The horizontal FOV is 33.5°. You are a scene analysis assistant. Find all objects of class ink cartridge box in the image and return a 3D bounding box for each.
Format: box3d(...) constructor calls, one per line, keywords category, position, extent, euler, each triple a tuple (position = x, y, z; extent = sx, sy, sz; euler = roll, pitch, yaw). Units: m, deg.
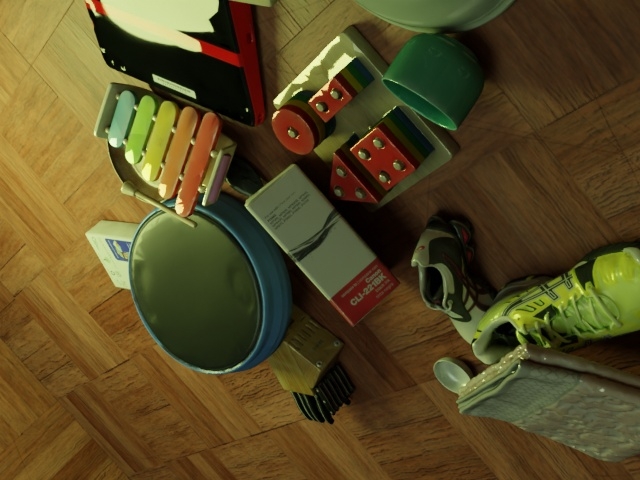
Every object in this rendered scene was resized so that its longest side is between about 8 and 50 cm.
box3d(category="ink cartridge box", position=(0.000, 0.000, 1.844), extent=(0.273, 0.114, 0.197), euler=(48, -179, -6))
box3d(category="ink cartridge box", position=(-0.382, 0.044, 2.405), extent=(0.332, 0.065, 0.165), euler=(8, 132, 43))

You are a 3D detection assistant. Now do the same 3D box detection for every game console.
box3d(category="game console", position=(-0.268, -0.389, 1.851), extent=(0.386, 0.060, 0.342), euler=(25, 147, 27))

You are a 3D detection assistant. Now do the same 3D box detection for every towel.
box3d(category="towel", position=(0.407, 0.267, 1.691), extent=(0.316, 0.053, 0.332), euler=(18, 157, -4))

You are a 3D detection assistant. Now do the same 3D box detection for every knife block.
box3d(category="knife block", position=(-0.050, 0.263, 2.268), extent=(0.275, 0.088, 0.242), euler=(37, 144, 11))

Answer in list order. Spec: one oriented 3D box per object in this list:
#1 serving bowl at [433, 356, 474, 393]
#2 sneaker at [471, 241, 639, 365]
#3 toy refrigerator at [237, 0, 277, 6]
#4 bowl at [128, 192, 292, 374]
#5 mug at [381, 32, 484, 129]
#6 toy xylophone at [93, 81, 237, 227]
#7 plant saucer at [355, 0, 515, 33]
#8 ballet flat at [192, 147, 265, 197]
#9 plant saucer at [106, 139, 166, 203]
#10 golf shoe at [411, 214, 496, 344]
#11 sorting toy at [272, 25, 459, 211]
box3d(category="serving bowl", position=(0.254, 0.248, 1.991), extent=(0.083, 0.027, 0.083), euler=(27, 141, 24))
box3d(category="sneaker", position=(0.385, 0.118, 1.614), extent=(0.145, 0.147, 0.384), euler=(51, 144, -6))
box3d(category="toy refrigerator", position=(-0.110, -0.487, 1.544), extent=(0.102, 0.094, 0.270), euler=(15, 137, 26))
box3d(category="bowl", position=(-0.237, 0.093, 2.170), extent=(0.391, 0.077, 0.391), euler=(13, 114, 32))
box3d(category="mug", position=(0.156, -0.237, 1.506), extent=(0.157, 0.097, 0.129), euler=(34, 180, 34))
box3d(category="toy xylophone", position=(-0.290, -0.156, 2.000), extent=(0.322, 0.081, 0.236), euler=(23, 108, 29))
box3d(category="plant saucer", position=(0.092, -0.431, 1.385), extent=(0.400, 0.100, 0.401), euler=(27, 142, 23))
box3d(category="ballet flat", position=(-0.170, -0.138, 2.022), extent=(0.173, 0.057, 0.049), euler=(37, -175, 13))
box3d(category="plant saucer", position=(-0.353, -0.171, 2.148), extent=(0.198, 0.036, 0.199), euler=(23, 127, 34))
box3d(category="golf shoe", position=(0.218, 0.090, 1.784), extent=(0.105, 0.120, 0.273), euler=(3, 130, 42))
box3d(category="sorting toy", position=(0.048, -0.169, 1.712), extent=(0.257, 0.089, 0.255), euler=(48, 146, -5))
